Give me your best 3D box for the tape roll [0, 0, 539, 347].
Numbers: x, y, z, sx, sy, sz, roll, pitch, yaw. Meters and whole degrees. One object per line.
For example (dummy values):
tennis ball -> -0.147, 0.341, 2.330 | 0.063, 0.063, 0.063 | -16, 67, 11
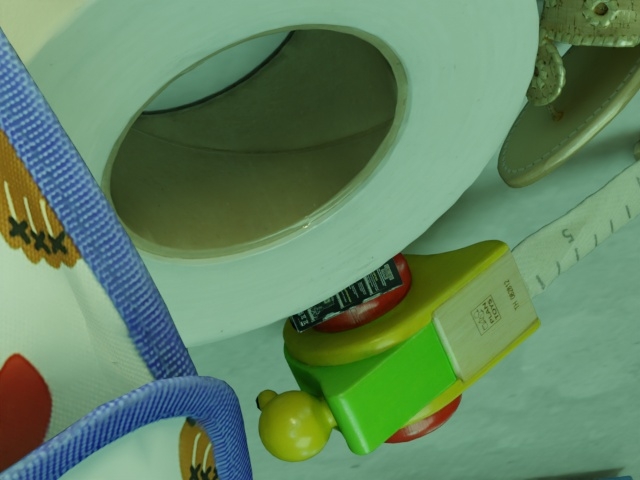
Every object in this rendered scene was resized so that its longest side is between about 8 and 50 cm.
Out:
tape roll -> -0.047, -0.074, 0.733 | 0.286, 0.100, 0.286 | -20, 147, -14

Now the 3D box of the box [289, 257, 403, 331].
box -> 0.000, 0.000, 0.894 | 0.067, 0.083, 0.018 | -25, -171, -8

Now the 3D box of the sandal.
sandal -> 0.158, -0.141, 0.846 | 0.240, 0.088, 0.079 | -44, 114, 11

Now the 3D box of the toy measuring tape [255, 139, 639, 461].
toy measuring tape -> 0.081, 0.028, 0.992 | 0.330, 0.121, 0.121 | -37, 153, -26

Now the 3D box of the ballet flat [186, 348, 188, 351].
ballet flat -> -0.136, 0.171, 1.015 | 0.124, 0.116, 0.342 | -3, 147, -4

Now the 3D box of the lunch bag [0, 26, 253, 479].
lunch bag -> -0.211, 0.075, 0.446 | 0.328, 0.239, 0.386 | -36, 109, -28

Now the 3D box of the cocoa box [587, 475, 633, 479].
cocoa box -> 0.145, 0.363, 1.357 | 0.347, 0.228, 0.231 | 1, 137, -38
